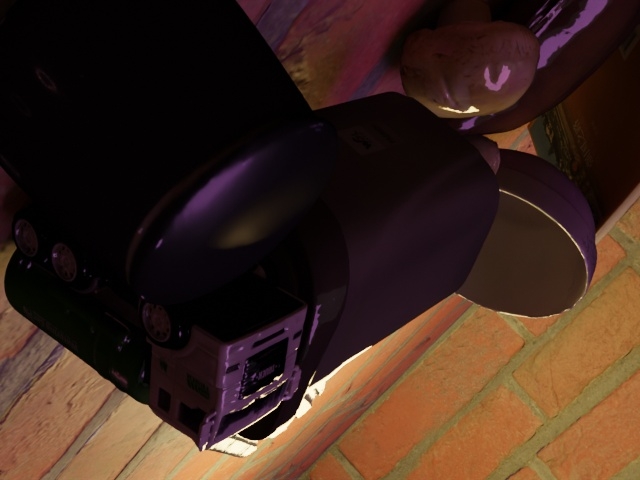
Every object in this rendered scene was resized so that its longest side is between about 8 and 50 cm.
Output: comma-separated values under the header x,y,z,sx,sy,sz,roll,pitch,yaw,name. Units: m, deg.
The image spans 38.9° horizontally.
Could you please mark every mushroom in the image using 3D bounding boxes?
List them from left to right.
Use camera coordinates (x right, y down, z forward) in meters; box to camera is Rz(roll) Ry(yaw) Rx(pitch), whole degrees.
x,y,z,sx,sy,sz,roll,pitch,yaw,name
0.147,-0.177,0.896,0.148,0.112,0.148,-7,176,-1,mushroom

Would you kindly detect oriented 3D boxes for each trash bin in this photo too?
x,y,z,sx,sy,sz,roll,pitch,yaw,name
0.000,0.000,0.769,0.250,0.220,0.219,-23,147,-35,trash bin

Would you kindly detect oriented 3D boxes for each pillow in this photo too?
x,y,z,sx,sy,sz,roll,pitch,yaw,name
0.285,-0.243,1.063,0.308,0.108,0.305,-47,168,28,pillow

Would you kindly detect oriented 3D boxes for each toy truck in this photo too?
x,y,z,sx,sy,sz,roll,pitch,yaw,name
-0.129,0.048,0.642,0.101,0.242,0.125,-21,129,-48,toy truck

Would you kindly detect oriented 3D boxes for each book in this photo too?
x,y,z,sx,sy,sz,roll,pitch,yaw,name
0.409,-0.171,1.309,0.028,0.262,0.374,-5,152,-14,book

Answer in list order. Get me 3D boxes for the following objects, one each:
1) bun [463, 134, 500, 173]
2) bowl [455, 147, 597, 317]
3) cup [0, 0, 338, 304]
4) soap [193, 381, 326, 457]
x,y,z,sx,sy,sz,roll,pitch,yaw,name
0.133,-0.070,1.131,0.193,0.128,0.178,-53,164,-3,bun
0.282,-0.029,1.352,0.144,0.287,0.287,-55,173,-32,bowl
-0.087,-0.059,0.550,0.169,0.176,0.223,-44,163,-4,cup
-0.095,0.217,1.355,0.208,0.115,0.347,-39,164,-6,soap
